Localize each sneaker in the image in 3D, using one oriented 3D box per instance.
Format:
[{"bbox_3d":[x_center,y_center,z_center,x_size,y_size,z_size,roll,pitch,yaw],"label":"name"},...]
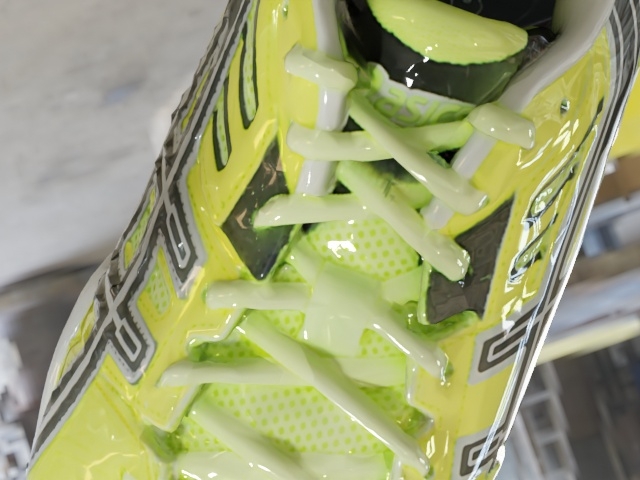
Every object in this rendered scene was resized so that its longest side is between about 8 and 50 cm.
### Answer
[{"bbox_3d":[0.000,0.000,0.536,0.145,0.384,0.147,16,170,4],"label":"sneaker"}]
